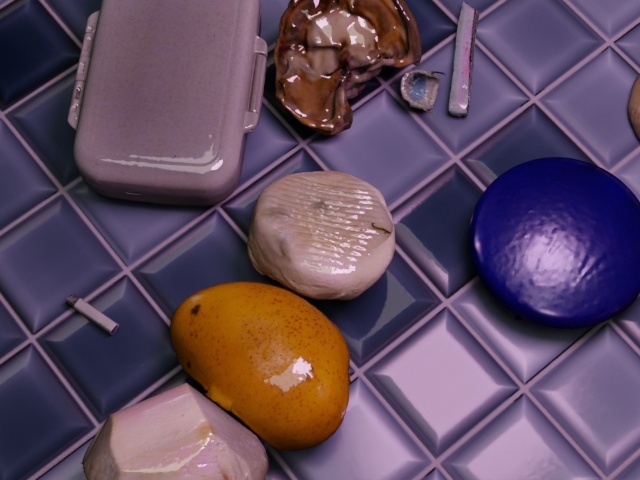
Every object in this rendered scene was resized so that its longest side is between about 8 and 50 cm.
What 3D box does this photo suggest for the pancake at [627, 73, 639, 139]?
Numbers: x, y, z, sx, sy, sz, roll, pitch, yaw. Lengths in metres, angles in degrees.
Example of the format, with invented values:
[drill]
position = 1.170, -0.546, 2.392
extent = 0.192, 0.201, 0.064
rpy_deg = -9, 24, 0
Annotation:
[pancake]
position = 0.604, -0.205, 1.788
extent = 0.242, 0.050, 0.241
rpy_deg = 1, 68, -2

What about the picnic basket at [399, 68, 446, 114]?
[picnic basket]
position = 0.159, -0.231, 1.780
extent = 0.083, 0.083, 0.065
rpy_deg = 20, 96, 45

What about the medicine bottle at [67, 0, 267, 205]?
[medicine bottle]
position = -0.226, -0.237, 1.747
extent = 0.282, 0.123, 0.375
rpy_deg = 5, 67, 2

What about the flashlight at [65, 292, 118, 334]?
[flashlight]
position = -0.329, 0.106, 1.661
extent = 0.083, 0.018, 0.018
rpy_deg = 33, 72, 12

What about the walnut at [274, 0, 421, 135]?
[walnut]
position = 0.022, -0.294, 1.751
extent = 0.238, 0.141, 0.204
rpy_deg = -42, 104, 2

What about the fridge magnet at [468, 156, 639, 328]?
[fridge magnet]
position = 0.346, 0.003, 1.665
extent = 0.266, 0.112, 0.265
rpy_deg = 1, 68, -2

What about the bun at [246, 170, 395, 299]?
[bun]
position = 0.000, 0.000, 1.652
extent = 0.210, 0.116, 0.237
rpy_deg = 3, 41, -2

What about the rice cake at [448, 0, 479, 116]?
[rice cake]
position = 0.228, -0.288, 1.825
extent = 0.033, 0.033, 0.207
rpy_deg = 4, 66, 11

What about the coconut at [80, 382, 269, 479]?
[coconut]
position = -0.178, 0.302, 1.477
extent = 0.241, 0.241, 0.241
rpy_deg = 0, 68, -1

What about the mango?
[mango]
position = -0.079, 0.155, 1.580
extent = 0.290, 0.160, 0.191
rpy_deg = 32, 76, 21
